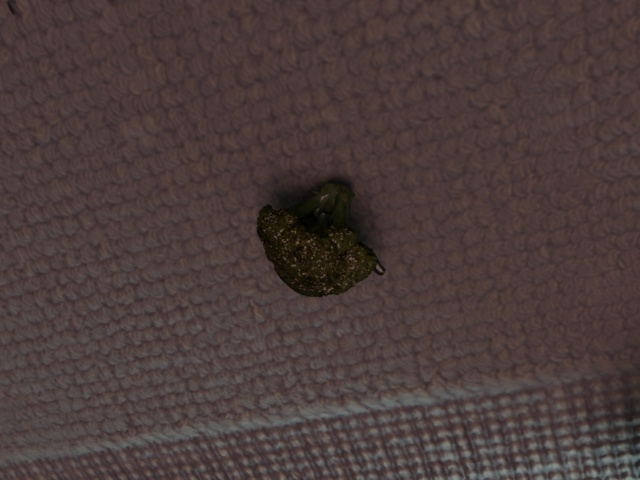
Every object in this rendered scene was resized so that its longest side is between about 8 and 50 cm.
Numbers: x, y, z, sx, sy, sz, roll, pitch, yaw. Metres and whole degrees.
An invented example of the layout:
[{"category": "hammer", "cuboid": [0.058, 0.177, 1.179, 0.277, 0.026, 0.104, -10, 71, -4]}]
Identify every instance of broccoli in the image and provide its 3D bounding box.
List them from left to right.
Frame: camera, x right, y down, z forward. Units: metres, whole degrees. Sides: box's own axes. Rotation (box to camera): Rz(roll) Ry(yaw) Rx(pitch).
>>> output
[{"category": "broccoli", "cuboid": [0.000, 0.000, 0.738, 0.131, 0.130, 0.120, 14, 82, 32]}]
